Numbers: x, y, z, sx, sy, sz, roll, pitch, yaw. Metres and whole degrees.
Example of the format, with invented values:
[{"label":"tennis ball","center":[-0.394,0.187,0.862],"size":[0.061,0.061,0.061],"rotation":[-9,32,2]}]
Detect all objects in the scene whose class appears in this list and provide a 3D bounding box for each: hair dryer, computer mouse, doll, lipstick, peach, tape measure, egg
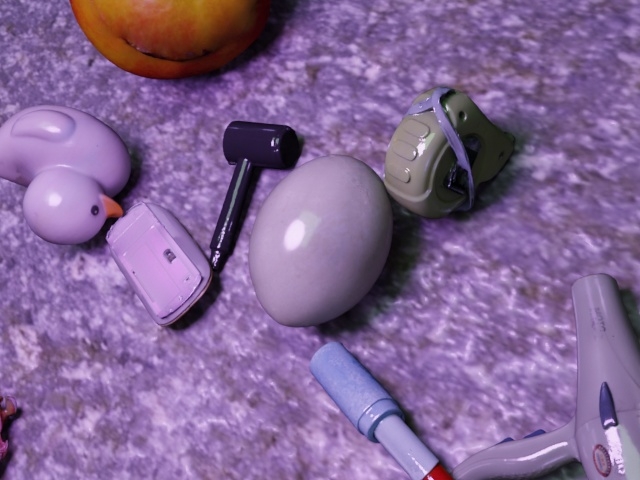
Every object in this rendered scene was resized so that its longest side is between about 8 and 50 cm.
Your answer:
[{"label":"hair dryer","center":[-0.119,-0.069,1.367],"size":[0.114,0.070,0.248],"rotation":[8,74,30]},{"label":"computer mouse","center":[-0.253,0.035,1.382],"size":[0.126,0.056,0.245],"rotation":[-46,50,1]},{"label":"doll","center":[-0.432,-0.097,1.443],"size":[0.251,0.221,0.221],"rotation":[19,74,5]},{"label":"hair dryer","center":[0.284,0.176,1.035],"size":[0.298,0.119,0.296],"rotation":[-3,58,39]},{"label":"lipstick","center":[0.082,0.232,1.101],"size":[0.061,0.068,0.274],"rotation":[-46,49,0]},{"label":"peach","center":[-0.249,-0.443,1.467],"size":[0.370,0.370,0.370],"rotation":[-11,61,21]},{"label":"tape measure","center":[0.167,-0.113,1.171],"size":[0.106,0.200,0.175],"rotation":[33,92,34]},{"label":"egg","center":[0.000,0.000,1.195],"size":[0.186,0.186,0.253],"rotation":[13,70,31]}]

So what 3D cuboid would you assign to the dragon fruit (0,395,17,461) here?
[{"label":"dragon fruit","center":[-0.574,0.302,1.336],"size":[0.147,0.211,0.282],"rotation":[-19,85,24]}]
